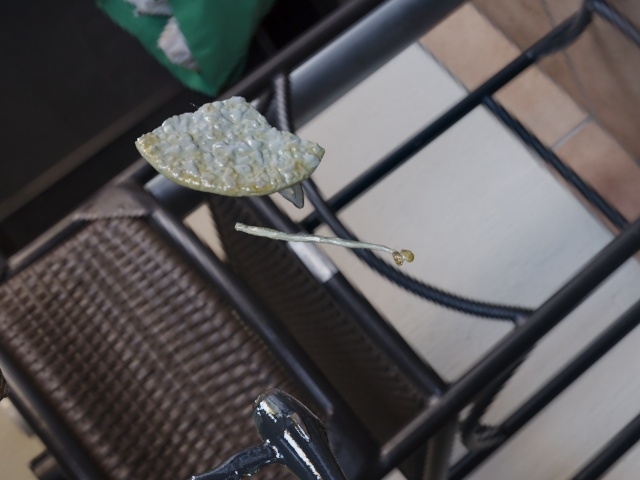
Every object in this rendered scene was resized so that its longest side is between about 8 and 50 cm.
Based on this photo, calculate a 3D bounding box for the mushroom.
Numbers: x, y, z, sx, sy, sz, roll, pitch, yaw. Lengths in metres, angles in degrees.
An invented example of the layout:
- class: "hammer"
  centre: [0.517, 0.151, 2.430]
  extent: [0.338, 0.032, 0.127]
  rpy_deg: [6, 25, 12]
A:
- class: "mushroom"
  centre: [0.002, 0.001, 1.567]
  extent: [0.286, 0.026, 0.028]
  rpy_deg: [11, 172, 28]

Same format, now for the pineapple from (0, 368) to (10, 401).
- class: "pineapple"
  centre: [-0.667, 0.277, 1.774]
  extent: [0.170, 0.310, 0.141]
  rpy_deg: [24, 138, 48]

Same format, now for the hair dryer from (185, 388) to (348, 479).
- class: "hair dryer"
  centre: [-0.124, 0.434, 1.973]
  extent: [0.304, 0.359, 0.120]
  rpy_deg: [53, 149, 32]

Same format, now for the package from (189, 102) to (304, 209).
- class: "package"
  centre: [-0.123, -0.152, 1.931]
  extent: [0.239, 0.030, 0.154]
  rpy_deg: [39, 168, 19]

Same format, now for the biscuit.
- class: "biscuit"
  centre: [-0.125, -0.131, 1.550]
  extent: [0.040, 0.265, 0.188]
  rpy_deg: [101, 173, -46]
